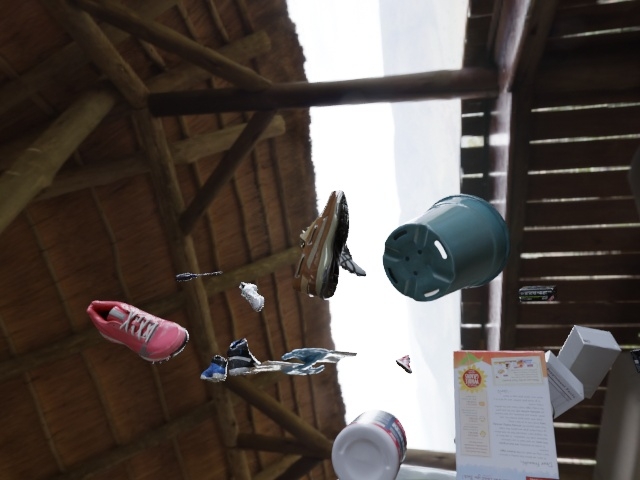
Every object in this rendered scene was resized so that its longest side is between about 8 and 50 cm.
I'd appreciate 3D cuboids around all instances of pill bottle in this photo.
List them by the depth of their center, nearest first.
[{"bbox_3d":[0.093,0.351,0.782,0.180,0.108,0.107,25,-117,-71],"label":"pill bottle"}]

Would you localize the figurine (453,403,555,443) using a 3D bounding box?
[{"bbox_3d":[0.445,0.460,1.143,0.209,0.215,0.092,87,170,-54],"label":"figurine"}]

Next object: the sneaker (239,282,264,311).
[{"bbox_3d":[-0.245,0.198,1.586,0.061,0.152,0.053,27,-80,-36],"label":"sneaker"}]

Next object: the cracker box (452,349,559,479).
[{"bbox_3d":[0.315,0.312,0.783,0.067,0.156,0.232,47,-136,-54],"label":"cracker box"}]

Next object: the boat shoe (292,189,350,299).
[{"bbox_3d":[0.000,0.000,1.215,0.122,0.120,0.323,68,-149,-52],"label":"boat shoe"}]

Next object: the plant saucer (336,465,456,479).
[{"bbox_3d":[0.198,0.590,0.932,0.400,0.401,0.100,19,-109,-76],"label":"plant saucer"}]

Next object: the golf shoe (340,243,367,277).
[{"bbox_3d":[0.091,0.059,1.621,0.093,0.198,0.077,-59,1,-7],"label":"golf shoe"}]

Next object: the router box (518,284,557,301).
[{"bbox_3d":[0.654,0.159,1.360,0.122,0.092,0.038,1,-95,-58],"label":"router box"}]

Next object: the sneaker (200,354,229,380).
[{"bbox_3d":[-0.376,0.456,1.619,0.058,0.152,0.084,24,-119,-27],"label":"sneaker"}]

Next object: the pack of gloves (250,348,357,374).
[{"bbox_3d":[-0.041,0.349,1.242,0.232,0.195,0.046,18,-131,-41],"label":"pack of gloves"}]

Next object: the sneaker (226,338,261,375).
[{"bbox_3d":[-0.259,0.409,1.601,0.217,0.079,0.121,48,-150,-70],"label":"sneaker"}]

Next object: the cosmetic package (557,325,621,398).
[{"bbox_3d":[0.897,0.417,1.552,0.107,0.127,0.237,-75,-4,-62],"label":"cosmetic package"}]

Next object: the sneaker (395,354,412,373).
[{"bbox_3d":[0.392,0.550,2.029,0.118,0.067,0.042,28,140,63],"label":"sneaker"}]

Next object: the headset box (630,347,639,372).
[{"bbox_3d":[0.924,0.336,1.288,0.032,0.083,0.062,-32,65,55],"label":"headset box"}]

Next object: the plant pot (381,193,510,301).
[{"bbox_3d":[0.397,0.038,1.501,0.334,0.341,0.340,-18,-72,-46],"label":"plant pot"}]

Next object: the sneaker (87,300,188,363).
[{"bbox_3d":[-0.503,0.236,1.214,0.136,0.314,0.115,68,-142,-49],"label":"sneaker"}]

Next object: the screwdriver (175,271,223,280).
[{"bbox_3d":[-0.393,0.116,1.480,0.170,0.025,0.024,-1,-136,-45],"label":"screwdriver"}]

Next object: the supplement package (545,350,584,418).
[{"bbox_3d":[0.642,0.470,1.369,0.139,0.244,0.134,51,-157,18],"label":"supplement package"}]
